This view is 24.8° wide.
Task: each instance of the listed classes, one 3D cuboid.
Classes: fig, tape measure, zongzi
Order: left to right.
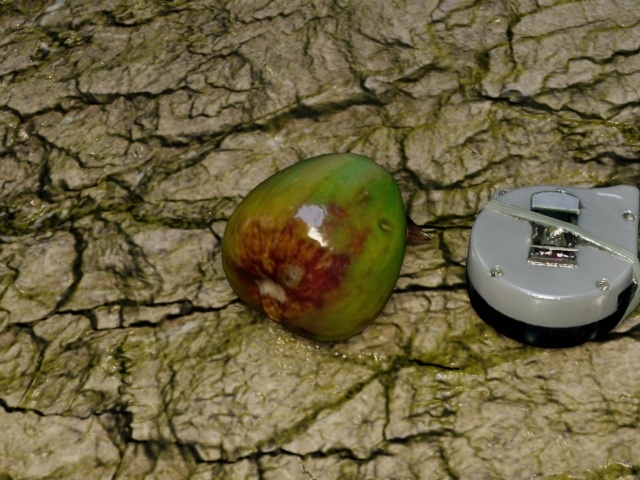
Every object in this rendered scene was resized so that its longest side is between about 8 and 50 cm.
[{"bbox_3d":[0.000,0.000,1.461,0.181,0.181,0.191,38,80,30],"label":"fig"},{"bbox_3d":[0.081,-0.010,1.558,0.073,0.067,0.083,28,39,33],"label":"zongzi"},{"bbox_3d":[0.238,0.021,1.484,0.182,0.107,0.181,2,43,2],"label":"tape measure"}]
